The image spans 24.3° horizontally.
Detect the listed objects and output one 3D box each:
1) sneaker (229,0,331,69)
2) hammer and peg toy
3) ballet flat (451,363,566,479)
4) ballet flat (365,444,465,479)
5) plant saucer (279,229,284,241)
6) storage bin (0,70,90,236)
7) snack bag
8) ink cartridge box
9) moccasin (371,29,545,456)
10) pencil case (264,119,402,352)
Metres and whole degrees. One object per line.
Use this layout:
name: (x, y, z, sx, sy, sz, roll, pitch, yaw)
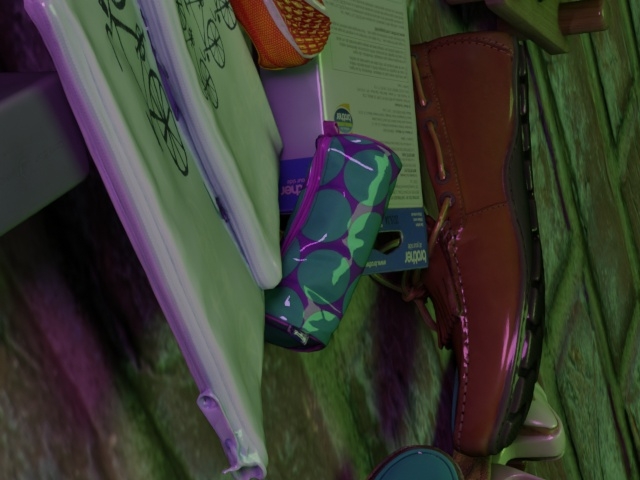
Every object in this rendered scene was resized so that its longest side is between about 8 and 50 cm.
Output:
sneaker: (-0.057, -0.197, 1.023, 0.064, 0.067, 0.175, -27, 97, -44)
hammer and peg toy: (0.196, -0.352, 1.515, 0.361, 0.127, 0.266, 14, 73, -65)
ballet flat: (0.171, 0.212, 1.390, 0.348, 0.123, 0.123, -70, 146, -43)
ballet flat: (0.049, 0.315, 1.147, 0.106, 0.107, 0.316, 84, 19, -61)
plant saucer: (-0.036, 0.034, 1.075, 0.083, 0.015, 0.083, -4, 90, -66)
storage bin: (-0.174, -0.041, 0.685, 0.135, 0.091, 0.098, -46, 128, -60)
snack bag: (-0.079, -0.086, 0.856, 0.342, 0.037, 0.323, -91, 164, -56)
ink cartridge box: (0.016, -0.126, 1.158, 0.186, 0.065, 0.311, -5, 88, -65)
moccasin: (0.118, -0.001, 1.300, 0.139, 0.147, 0.380, 47, 39, -75)
pencil case: (0.000, 0.000, 1.024, 0.070, 0.064, 0.152, 31, 75, -33)
